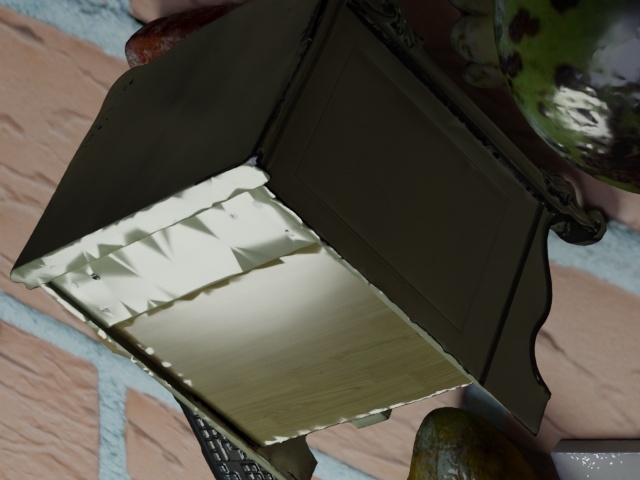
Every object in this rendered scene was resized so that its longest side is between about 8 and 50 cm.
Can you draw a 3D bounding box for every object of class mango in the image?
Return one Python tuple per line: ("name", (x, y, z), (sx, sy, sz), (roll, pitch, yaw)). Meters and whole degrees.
("mango", (0.136, 0.298, 1.567), (0.192, 0.146, 0.316), (11, 112, 29))

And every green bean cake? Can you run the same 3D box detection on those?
("green bean cake", (-0.089, -0.130, 1.479), (0.135, 0.056, 0.136), (-5, 117, 37))

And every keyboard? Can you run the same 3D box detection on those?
("keyboard", (-0.095, 0.184, 1.738), (0.106, 0.016, 0.262), (-8, 115, 40))

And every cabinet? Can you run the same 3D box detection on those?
("cabinet", (0.000, 0.000, 1.334), (0.290, 0.227, 0.318), (-23, 124, 42))

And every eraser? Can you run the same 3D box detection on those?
("eraser", (0.279, 0.217, 1.477), (0.150, 0.023, 0.104), (-6, 116, 40))

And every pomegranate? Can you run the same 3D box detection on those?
("pomegranate", (0.203, -0.168, 1.145), (0.306, 0.242, 0.242), (44, 148, 51))

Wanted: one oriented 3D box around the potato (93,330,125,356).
("potato", (-0.161, 0.060, 1.637), (0.147, 0.112, 0.112), (-18, 108, 47))
